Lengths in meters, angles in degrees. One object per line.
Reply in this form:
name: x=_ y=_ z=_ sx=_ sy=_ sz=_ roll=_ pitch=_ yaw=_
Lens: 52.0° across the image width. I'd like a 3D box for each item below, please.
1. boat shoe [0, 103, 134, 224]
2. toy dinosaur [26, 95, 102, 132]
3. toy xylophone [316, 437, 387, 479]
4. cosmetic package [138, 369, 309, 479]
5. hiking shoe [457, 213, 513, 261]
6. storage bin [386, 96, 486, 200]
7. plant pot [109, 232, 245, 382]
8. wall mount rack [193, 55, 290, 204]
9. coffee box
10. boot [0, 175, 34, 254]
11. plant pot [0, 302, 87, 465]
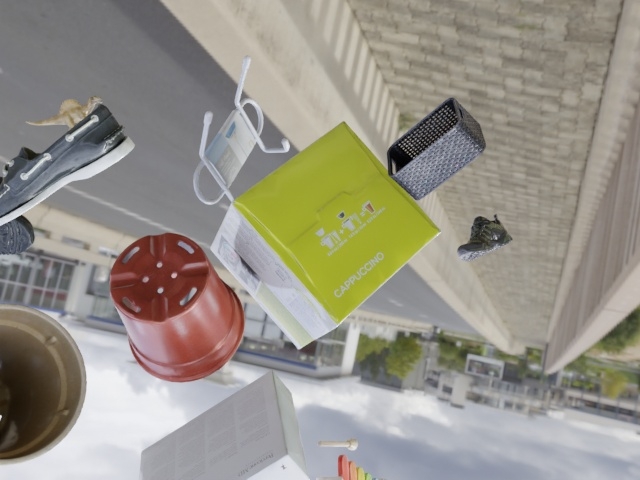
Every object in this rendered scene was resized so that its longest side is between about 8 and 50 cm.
boat shoe: x=-0.458 y=-0.117 z=1.077 sx=0.091 sy=0.302 sz=0.114 roll=60 pitch=175 yaw=-22
toy dinosaur: x=-0.603 y=-0.292 z=1.588 sx=0.183 sy=0.092 sz=0.053 roll=-23 pitch=-156 yaw=-3
toy xylophone: x=0.069 y=0.569 z=1.489 sx=0.081 sy=0.236 sz=0.322 roll=-11 pitch=165 yaw=21
cosmetic package: x=-0.221 y=0.486 z=1.422 sx=0.097 sy=0.377 sz=0.284 roll=55 pitch=-174 yaw=-24
hiking shoe: x=0.476 y=-0.011 z=1.978 sx=0.227 sy=0.114 sz=0.086 roll=-16 pitch=165 yaw=-40
storage bin: x=0.226 y=-0.181 z=1.305 sx=0.084 sy=0.122 sz=0.180 roll=38 pitch=121 yaw=-23
plant pot: x=-0.315 y=0.132 z=1.405 sx=0.272 sy=0.272 sz=0.265 roll=11 pitch=152 yaw=9
wall mount rack: x=-0.205 y=-0.265 z=1.634 sx=0.130 sy=0.350 sz=0.304 roll=2 pitch=141 yaw=30
coffee box: x=0.000 y=0.000 z=1.517 sx=0.338 sy=0.337 sz=0.334 roll=49 pitch=156 yaw=3
boot: x=-0.650 y=-0.062 z=1.325 sx=0.246 sy=0.094 sz=0.207 roll=5 pitch=-153 yaw=8
plant pot: x=-0.740 y=0.341 z=1.450 sx=0.334 sy=0.334 sz=0.305 roll=18 pitch=147 yaw=-38
